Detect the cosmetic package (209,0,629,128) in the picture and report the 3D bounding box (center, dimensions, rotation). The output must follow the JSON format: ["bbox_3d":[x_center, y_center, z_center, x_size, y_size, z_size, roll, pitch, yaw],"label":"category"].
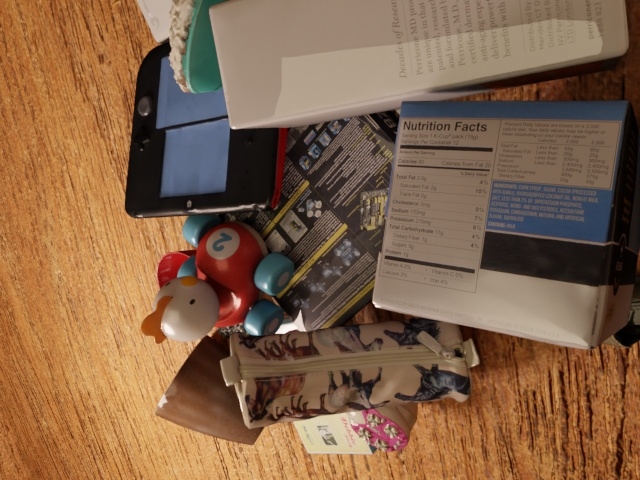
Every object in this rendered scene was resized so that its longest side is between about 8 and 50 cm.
[{"bbox_3d":[0.120,-0.254,0.728,0.453,0.230,0.161,-5,100,26],"label":"cosmetic package"}]

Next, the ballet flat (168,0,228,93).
[{"bbox_3d":[-0.154,-0.437,0.915,0.147,0.147,0.408,30,109,21],"label":"ballet flat"}]

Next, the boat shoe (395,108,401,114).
[{"bbox_3d":[0.162,-0.191,0.913,0.142,0.049,0.040,47,111,6],"label":"boat shoe"}]

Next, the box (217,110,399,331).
[{"bbox_3d":[0.020,-0.044,1.022,0.318,0.097,0.395,50,124,11],"label":"box"}]

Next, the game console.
[{"bbox_3d":[-0.212,-0.214,1.052,0.387,0.060,0.341,-1,78,36],"label":"game console"}]

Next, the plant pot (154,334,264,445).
[{"bbox_3d":[-0.230,0.374,1.372,0.230,0.215,0.215,32,128,1],"label":"plant pot"}]

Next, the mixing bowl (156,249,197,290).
[{"bbox_3d":[-0.270,0.091,1.314,0.181,0.098,0.181,15,120,28],"label":"mixing bowl"}]

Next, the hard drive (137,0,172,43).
[{"bbox_3d":[-0.235,-0.515,1.040,0.308,0.040,0.203,-18,100,39],"label":"hard drive"}]

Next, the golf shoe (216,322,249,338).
[{"bbox_3d":[-0.178,0.178,1.316,0.077,0.094,0.198,31,153,-4],"label":"golf shoe"}]

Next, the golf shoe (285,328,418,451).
[{"bbox_3d":[0.059,0.268,1.134,0.306,0.140,0.115,40,135,6],"label":"golf shoe"}]

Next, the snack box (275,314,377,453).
[{"bbox_3d":[-0.008,0.310,1.258,0.187,0.060,0.322,-16,101,40],"label":"snack box"}]

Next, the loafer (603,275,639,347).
[{"bbox_3d":[0.415,0.104,0.842,0.251,0.087,0.094,-20,99,40],"label":"loafer"}]

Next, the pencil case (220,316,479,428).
[{"bbox_3d":[0.047,0.212,0.975,0.183,0.410,0.159,95,168,-58],"label":"pencil case"}]

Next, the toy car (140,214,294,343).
[{"bbox_3d":[-0.208,0.089,1.014,0.219,0.238,0.210,30,124,24],"label":"toy car"}]

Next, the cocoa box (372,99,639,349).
[{"bbox_3d":[0.249,-0.018,0.701,0.231,0.347,0.227,8,91,32],"label":"cocoa box"}]
